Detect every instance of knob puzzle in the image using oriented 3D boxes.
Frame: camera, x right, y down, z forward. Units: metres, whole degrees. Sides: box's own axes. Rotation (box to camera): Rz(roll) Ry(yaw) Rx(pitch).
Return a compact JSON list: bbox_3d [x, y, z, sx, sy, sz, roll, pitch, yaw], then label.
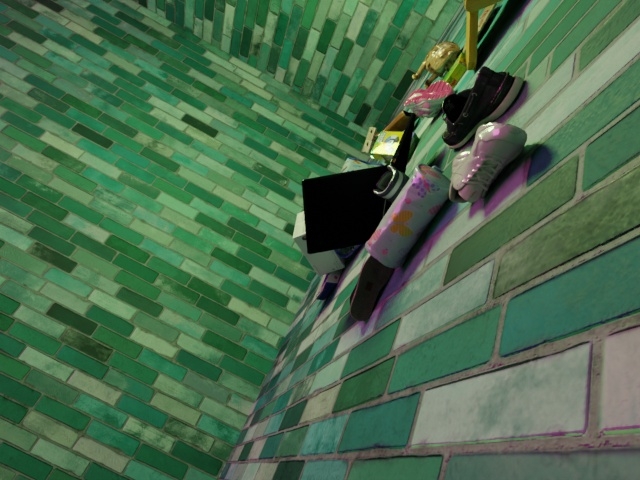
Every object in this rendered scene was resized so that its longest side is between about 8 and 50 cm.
[{"bbox_3d":[0.642,-0.850,1.784,0.213,0.029,0.213,-62,4,8],"label":"knob puzzle"}]

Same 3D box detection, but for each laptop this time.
[{"bbox_3d":[0.133,-0.180,1.489,0.382,0.236,0.408,88,-157,-54],"label":"laptop"}]

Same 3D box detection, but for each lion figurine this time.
[{"bbox_3d":[0.565,-0.844,2.036,0.240,0.142,0.392,-49,8,44],"label":"lion figurine"}]

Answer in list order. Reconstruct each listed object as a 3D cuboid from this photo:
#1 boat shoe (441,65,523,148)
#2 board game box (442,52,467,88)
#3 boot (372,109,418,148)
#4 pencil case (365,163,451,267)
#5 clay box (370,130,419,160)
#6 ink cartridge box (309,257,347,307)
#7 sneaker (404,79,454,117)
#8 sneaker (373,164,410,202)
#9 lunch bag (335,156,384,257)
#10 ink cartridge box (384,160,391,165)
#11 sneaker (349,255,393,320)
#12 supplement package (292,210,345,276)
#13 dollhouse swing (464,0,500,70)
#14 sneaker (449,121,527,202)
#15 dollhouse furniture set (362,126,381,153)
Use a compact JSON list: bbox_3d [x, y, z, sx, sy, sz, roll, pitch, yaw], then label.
[{"bbox_3d":[0.367,-0.334,1.117,0.127,0.112,0.340,-63,3,-3],"label":"boat shoe"},{"bbox_3d":[0.532,-0.655,1.789,0.092,0.043,0.181,-64,4,-38],"label":"board game box"},{"bbox_3d":[0.417,-0.589,2.360,0.264,0.096,0.280,-1,-31,-46],"label":"boot"},{"bbox_3d":[0.224,-0.058,1.116,0.124,0.113,0.273,-31,-26,-56],"label":"pencil case"},{"bbox_3d":[0.322,-0.429,2.000,0.221,0.053,0.128,16,74,44],"label":"clay box"},{"bbox_3d":[0.057,0.172,2.227,0.176,0.069,0.371,-57,3,48],"label":"ink cartridge box"},{"bbox_3d":[0.455,-0.559,1.776,0.103,0.111,0.252,-55,24,-8],"label":"sneaker"},{"bbox_3d":[0.234,-0.148,1.309,0.099,0.153,0.282,-61,3,7],"label":"sneaker"},{"bbox_3d":[0.151,-0.152,2.060,0.328,0.238,0.386,-69,-9,-61],"label":"lunch bag"},{"bbox_3d":[0.380,-0.444,2.251,0.109,0.062,0.209,-59,5,35],"label":"ink cartridge box"},{"bbox_3d":[0.137,0.118,1.274,0.222,0.083,0.118,-63,3,-1],"label":"sneaker"},{"bbox_3d":[0.000,0.000,2.119,0.145,0.262,0.204,-21,33,20],"label":"supplement package"},{"bbox_3d":[0.620,-0.800,1.494,0.314,0.305,0.347,-14,27,23],"label":"dollhouse swing"},{"bbox_3d":[0.305,-0.129,0.821,0.232,0.090,0.116,96,-166,-75],"label":"sneaker"},{"bbox_3d":[0.315,-0.466,2.132,0.183,0.129,0.129,37,113,63],"label":"dollhouse furniture set"}]
